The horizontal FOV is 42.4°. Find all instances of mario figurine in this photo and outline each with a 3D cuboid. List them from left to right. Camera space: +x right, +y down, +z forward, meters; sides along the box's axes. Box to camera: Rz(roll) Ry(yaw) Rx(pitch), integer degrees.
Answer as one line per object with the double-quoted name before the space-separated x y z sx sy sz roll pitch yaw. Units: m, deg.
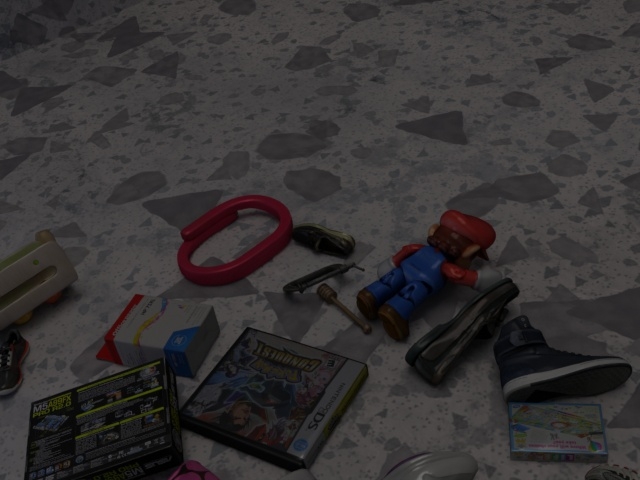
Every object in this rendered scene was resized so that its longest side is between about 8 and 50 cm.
"mario figurine" 0.236 0.077 1.679 0.321 0.170 0.198 -38 82 -16

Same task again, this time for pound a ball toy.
"pound a ball toy" -0.678 0.109 1.824 0.319 0.135 0.208 -37 21 -30

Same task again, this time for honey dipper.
"honey dipper" 0.049 0.139 1.680 0.031 0.030 0.161 -29 44 -23

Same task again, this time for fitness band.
"fitness band" -0.197 -0.003 1.897 0.209 0.054 0.291 29 53 35

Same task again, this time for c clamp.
"c clamp" -0.001 0.076 1.733 0.161 0.022 0.137 -23 12 -11

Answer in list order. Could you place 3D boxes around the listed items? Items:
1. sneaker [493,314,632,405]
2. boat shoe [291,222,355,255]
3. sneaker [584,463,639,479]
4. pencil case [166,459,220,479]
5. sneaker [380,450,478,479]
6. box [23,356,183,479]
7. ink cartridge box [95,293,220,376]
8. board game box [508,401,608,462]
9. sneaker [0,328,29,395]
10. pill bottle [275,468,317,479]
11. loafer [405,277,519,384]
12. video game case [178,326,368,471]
"sneaker" 0.424 0.200 1.478 0.226 0.086 0.163 -9 41 3
"boat shoe" 0.000 0.000 1.842 0.152 0.056 0.049 9 37 22
"sneaker" 0.467 0.417 1.199 0.093 0.088 0.225 -26 41 -17
"pencil case" -0.166 0.440 1.308 0.098 0.095 0.209 -40 45 -25
"sneaker" 0.119 0.432 1.262 0.305 0.114 0.152 -25 54 -11
"box" -0.387 0.342 1.475 0.270 0.060 0.216 -19 38 0
"ink cartridge box" -0.338 0.186 1.667 0.231 0.078 0.134 6 41 20
"board game box" 0.395 0.320 1.383 0.154 0.026 0.103 -1 39 11
"sneaker" -0.638 0.243 1.671 0.061 0.064 0.157 -10 38 0
"pill bottle" 0.008 0.482 1.097 0.176 0.176 0.318 -31 66 -24
"loafer" 0.283 0.174 1.556 0.268 0.096 0.084 -34 64 -17
"video game case" -0.087 0.285 1.525 0.275 0.035 0.248 14 45 27
